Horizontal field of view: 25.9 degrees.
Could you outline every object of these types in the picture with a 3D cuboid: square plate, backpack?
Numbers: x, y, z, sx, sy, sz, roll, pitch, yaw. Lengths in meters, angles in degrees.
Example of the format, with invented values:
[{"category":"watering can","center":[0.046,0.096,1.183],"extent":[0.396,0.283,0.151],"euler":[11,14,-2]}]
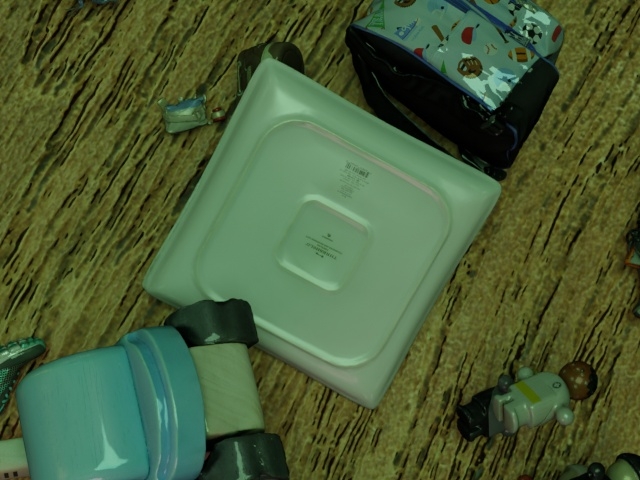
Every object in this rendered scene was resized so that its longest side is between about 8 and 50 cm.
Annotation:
[{"category":"square plate","center":[0.000,0.000,1.752],"extent":[0.347,0.049,0.344],"euler":[28,102,-6]},{"category":"backpack","center":[0.169,-0.230,1.764],"extent":[0.263,0.276,0.213],"euler":[30,77,7]}]

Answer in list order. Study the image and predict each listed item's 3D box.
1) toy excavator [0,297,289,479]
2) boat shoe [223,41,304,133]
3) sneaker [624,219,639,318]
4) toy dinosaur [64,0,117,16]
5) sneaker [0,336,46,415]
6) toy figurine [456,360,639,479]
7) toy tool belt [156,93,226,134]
[{"category":"toy excavator","center":[-0.321,0.244,1.651],"extent":[0.445,0.433,0.222],"euler":[-3,69,-29]},{"category":"boat shoe","center":[-0.077,-0.130,1.825],"extent":[0.095,0.095,0.257],"euler":[4,89,33]},{"category":"sneaker","center":[0.453,-0.020,1.827],"extent":[0.108,0.100,0.271],"euler":[-1,82,1]},{"category":"toy dinosaur","center":[-0.310,-0.335,1.839],"extent":[0.082,0.090,0.047],"euler":[11,63,-33]},{"category":"sneaker","center":[-0.416,0.185,1.771],"extent":[0.166,0.065,0.076],"euler":[-32,102,-4]},{"category":"toy figurine","center":[0.288,0.255,1.722],"extent":[0.148,0.213,0.209],"euler":[-20,81,-19]},{"category":"toy tool belt","center":[-0.170,-0.173,1.832],"extent":[0.083,0.052,0.051],"euler":[-17,92,-6]}]
